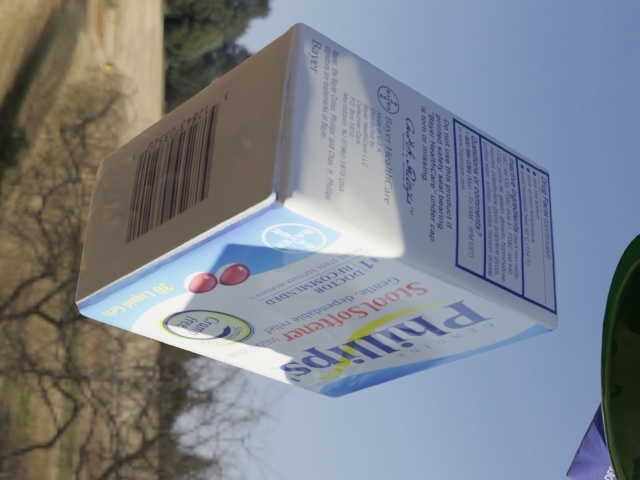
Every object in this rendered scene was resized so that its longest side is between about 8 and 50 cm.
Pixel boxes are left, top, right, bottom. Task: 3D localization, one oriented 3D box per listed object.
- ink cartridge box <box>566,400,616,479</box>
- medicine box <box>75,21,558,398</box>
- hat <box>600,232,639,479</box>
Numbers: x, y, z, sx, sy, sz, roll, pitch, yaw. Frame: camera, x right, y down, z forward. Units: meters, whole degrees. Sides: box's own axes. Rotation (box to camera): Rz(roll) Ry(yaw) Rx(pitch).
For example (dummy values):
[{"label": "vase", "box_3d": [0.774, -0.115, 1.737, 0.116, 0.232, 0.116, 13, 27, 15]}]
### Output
[{"label": "ink cartridge box", "box_3d": [0.370, 0.156, 0.748, 0.072, 0.307, 0.304, -42, 152, -56]}, {"label": "medicine box", "box_3d": [0.000, 0.000, 0.815, 0.263, 0.289, 0.149, -25, -129, 43]}, {"label": "hat", "box_3d": [0.277, 0.068, 0.574, 0.173, 0.183, 0.209, -143, -126, -81]}]
